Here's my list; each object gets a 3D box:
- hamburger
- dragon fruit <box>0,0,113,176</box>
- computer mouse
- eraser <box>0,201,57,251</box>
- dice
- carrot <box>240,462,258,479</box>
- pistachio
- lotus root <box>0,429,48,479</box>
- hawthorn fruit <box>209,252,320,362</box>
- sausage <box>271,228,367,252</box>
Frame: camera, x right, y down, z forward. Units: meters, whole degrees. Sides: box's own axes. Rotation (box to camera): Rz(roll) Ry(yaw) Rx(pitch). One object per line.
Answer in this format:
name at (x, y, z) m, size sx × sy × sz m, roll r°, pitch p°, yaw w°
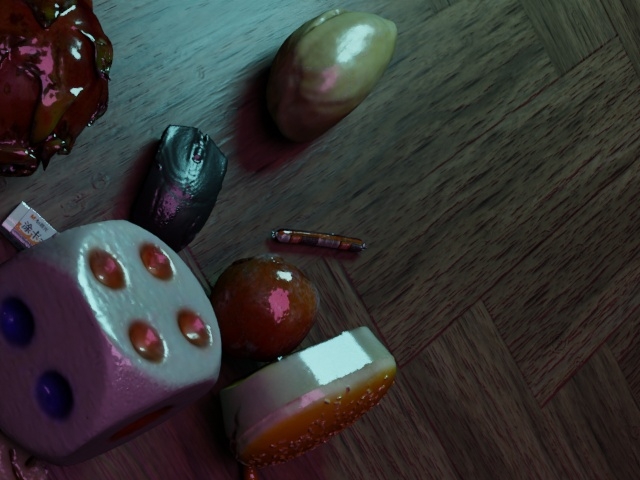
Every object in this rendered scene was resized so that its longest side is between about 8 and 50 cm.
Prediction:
hamburger at (-0.014, 0.240, 1.745) m, size 0.295 × 0.227 × 0.151 m, roll -16°, pitch 77°, yaw -35°
dragon fruit at (-0.406, -0.237, 1.571) m, size 0.250 × 0.250 × 0.315 m, roll -10°, pitch 70°, yaw -37°
computer mouse at (-0.219, -0.079, 1.763) m, size 0.122 × 0.073 × 0.217 m, roll 32°, pitch 61°, yaw -26°
eraser at (-0.402, 0.004, 1.635) m, size 0.122 × 0.029 × 0.052 m, roll 47°, pitch 56°, yaw -19°
dice at (-0.293, 0.133, 1.494) m, size 0.251 × 0.243 × 0.259 m, roll 59°, pitch 27°, yaw 10°
carrot at (-0.100, 0.413, 1.759) m, size 0.037 × 0.037 × 0.190 m, roll -8°, pitch 83°, yaw -37°
pistachio at (0.014, -0.285, 1.931) m, size 0.293 × 0.162 × 0.182 m, roll -52°, pitch 136°, yaw -33°
lotus root at (-0.433, 0.351, 1.474) m, size 0.138 × 0.119 × 0.235 m, roll -11°, pitch 87°, yaw -43°
hawthorn fruit at (-0.091, 0.108, 1.756) m, size 0.172 × 0.173 × 0.173 m, roll 9°, pitch 74°, yaw -35°
sausage at (0.000, 0.000, 1.936) m, size 0.198 × 0.025 × 0.028 m, roll 6°, pitch 104°, yaw -35°
